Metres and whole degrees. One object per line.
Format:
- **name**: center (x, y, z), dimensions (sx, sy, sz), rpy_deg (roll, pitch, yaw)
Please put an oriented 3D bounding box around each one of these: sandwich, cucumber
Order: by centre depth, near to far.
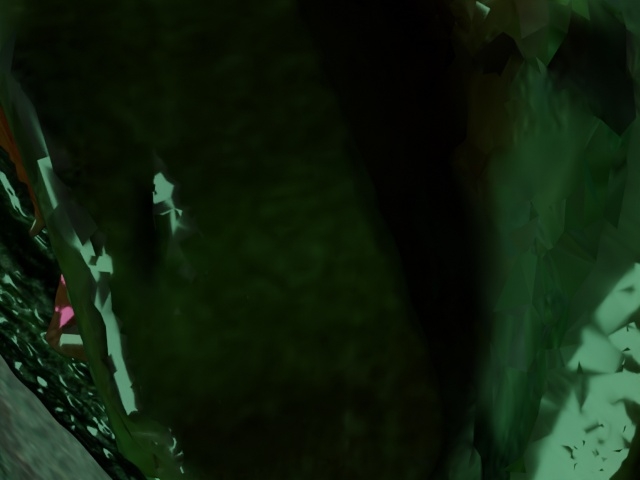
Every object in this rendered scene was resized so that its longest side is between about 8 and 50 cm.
- **sandwich**: center (-0.024, -0.058, 0.490), dimensions (0.301, 0.162, 0.250), rpy_deg (35, 114, 37)
- **cucumber**: center (-0.125, 0.005, 0.822), dimensions (0.265, 0.077, 0.077), rpy_deg (49, 153, -17)
